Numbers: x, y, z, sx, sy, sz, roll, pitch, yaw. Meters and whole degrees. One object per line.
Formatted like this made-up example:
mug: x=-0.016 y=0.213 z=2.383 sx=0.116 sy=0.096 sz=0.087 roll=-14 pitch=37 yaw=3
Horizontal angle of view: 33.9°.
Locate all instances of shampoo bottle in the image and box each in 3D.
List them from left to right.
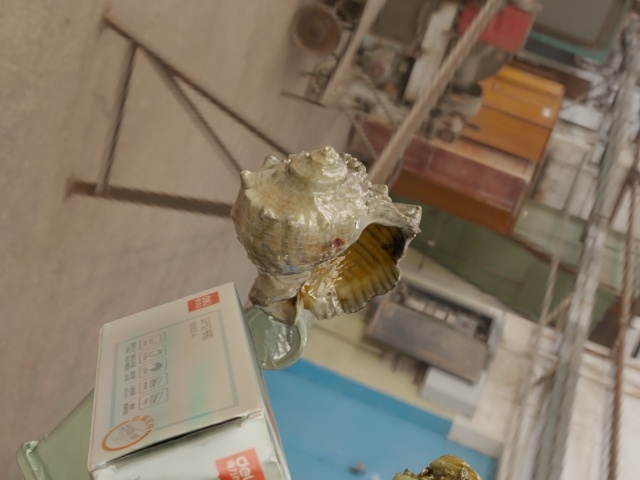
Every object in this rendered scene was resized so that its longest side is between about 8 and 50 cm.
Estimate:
shampoo bottle: x=-0.045 y=0.081 z=1.309 sx=0.262 sy=0.085 sz=0.085 roll=-65 pitch=175 yaw=-76

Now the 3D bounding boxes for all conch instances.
conch: x=0.000 y=0.000 z=1.020 sx=0.163 sy=0.178 sz=0.245 roll=-70 pitch=177 yaw=-48

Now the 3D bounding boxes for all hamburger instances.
hamburger: x=0.184 y=0.402 z=1.434 sx=0.122 sy=0.215 sz=0.189 roll=-31 pitch=-173 yaw=-19

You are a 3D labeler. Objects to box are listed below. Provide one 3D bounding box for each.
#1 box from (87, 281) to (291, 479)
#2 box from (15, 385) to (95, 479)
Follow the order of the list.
box: x=-0.111 y=0.130 z=0.844 sx=0.269 sy=0.135 sz=0.079 roll=-119 pitch=-169 yaw=-70
box: x=-0.231 y=0.315 z=1.336 sx=0.182 sy=0.312 sz=0.175 roll=-50 pitch=135 yaw=4
